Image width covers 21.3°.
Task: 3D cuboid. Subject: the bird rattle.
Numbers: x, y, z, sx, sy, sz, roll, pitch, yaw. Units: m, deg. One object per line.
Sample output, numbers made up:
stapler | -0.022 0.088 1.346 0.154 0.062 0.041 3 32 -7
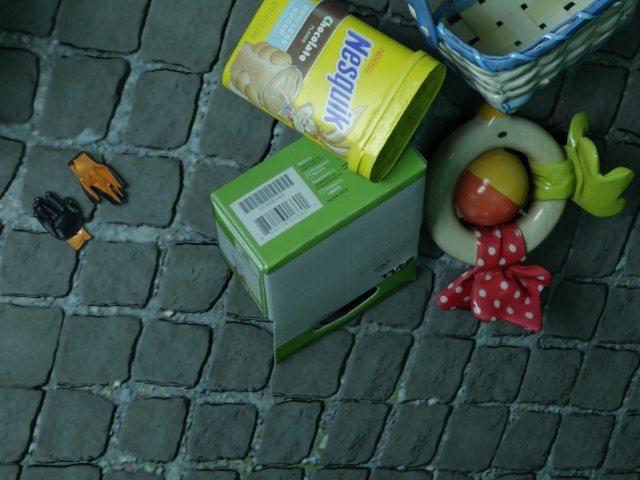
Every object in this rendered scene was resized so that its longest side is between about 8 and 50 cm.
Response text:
bird rattle | 0.190 -0.037 1.777 0.207 0.143 0.253 35 106 -27

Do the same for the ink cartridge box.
ink cartridge box | 0.000 0.000 1.677 0.188 0.097 0.255 -32 158 -14

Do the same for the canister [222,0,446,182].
canister | 0.010 -0.148 1.549 0.126 0.170 0.073 -59 165 4

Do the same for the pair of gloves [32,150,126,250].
pair of gloves | -0.222 -0.037 1.567 0.083 0.010 0.074 -46 129 0

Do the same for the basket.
basket | 0.181 -0.268 1.555 0.254 0.201 0.289 -36 157 -11
